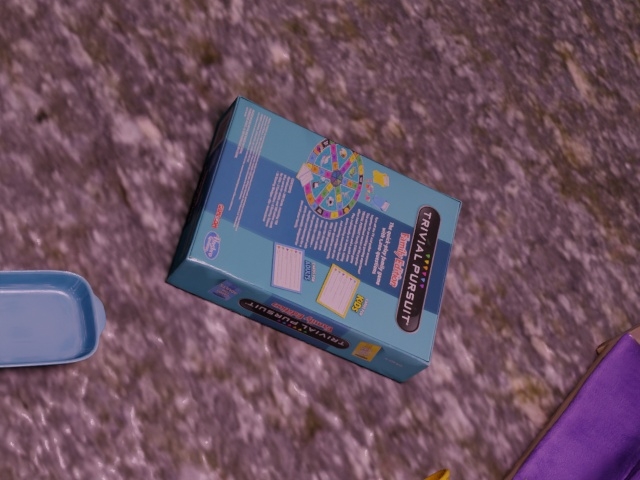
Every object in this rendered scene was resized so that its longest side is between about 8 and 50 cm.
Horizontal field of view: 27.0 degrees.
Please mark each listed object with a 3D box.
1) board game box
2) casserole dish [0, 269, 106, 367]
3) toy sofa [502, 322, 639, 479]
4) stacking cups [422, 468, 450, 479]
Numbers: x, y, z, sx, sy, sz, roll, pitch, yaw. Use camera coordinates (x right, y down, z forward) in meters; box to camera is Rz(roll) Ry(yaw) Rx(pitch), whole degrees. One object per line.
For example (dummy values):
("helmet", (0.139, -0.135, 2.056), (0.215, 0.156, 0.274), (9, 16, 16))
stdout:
("board game box", (0.000, 0.000, 1.694), (0.336, 0.079, 0.253), (25, 57, -16))
("casserole dish", (-0.337, 0.092, 1.496), (0.188, 0.037, 0.114), (0, 66, -29))
("toy sofa", (0.378, 0.260, 1.706), (0.150, 0.177, 0.362), (47, 55, 0))
("stacking cups", (0.211, 0.423, 1.587), (0.096, 0.096, 0.316), (-36, 87, -36))
